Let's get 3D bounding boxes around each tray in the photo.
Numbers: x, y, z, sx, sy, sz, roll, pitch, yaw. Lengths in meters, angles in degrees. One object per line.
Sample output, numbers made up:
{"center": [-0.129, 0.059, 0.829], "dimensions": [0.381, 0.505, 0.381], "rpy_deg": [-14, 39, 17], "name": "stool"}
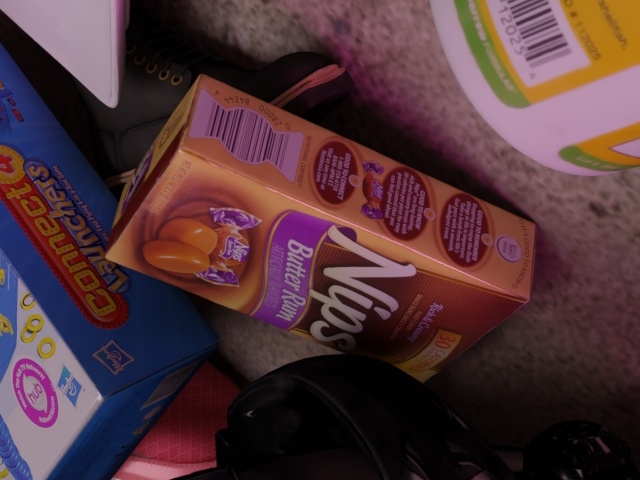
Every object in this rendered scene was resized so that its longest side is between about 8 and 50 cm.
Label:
{"center": [-0.177, -0.199, 0.773], "dimensions": [0.270, 0.030, 0.145], "rpy_deg": [41, 143, 32], "name": "tray"}

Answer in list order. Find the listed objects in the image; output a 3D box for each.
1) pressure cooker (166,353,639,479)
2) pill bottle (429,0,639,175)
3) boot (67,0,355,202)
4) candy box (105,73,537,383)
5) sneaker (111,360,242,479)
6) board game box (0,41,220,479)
{"center": [0.034, 0.265, 0.679], "dimensions": [0.370, 0.375, 0.420], "rpy_deg": [3, 102, 30], "name": "pressure cooker"}
{"center": [0.162, -0.113, 0.459], "dimensions": [0.246, 0.136, 0.136], "rpy_deg": [-18, 107, 50], "name": "pill bottle"}
{"center": [-0.081, -0.099, 0.770], "dimensions": [0.198, 0.077, 0.137], "rpy_deg": [-21, 93, 43], "name": "boot"}
{"center": [0.000, 0.000, 0.708], "dimensions": [0.187, 0.053, 0.109], "rpy_deg": [22, 144, -16], "name": "candy box"}
{"center": [-0.160, 0.051, 0.925], "dimensions": [0.314, 0.116, 0.136], "rpy_deg": [35, 138, 19], "name": "sneaker"}
{"center": [-0.238, 0.037, 0.871], "dimensions": [0.302, 0.086, 0.308], "rpy_deg": [52, 134, 14], "name": "board game box"}
